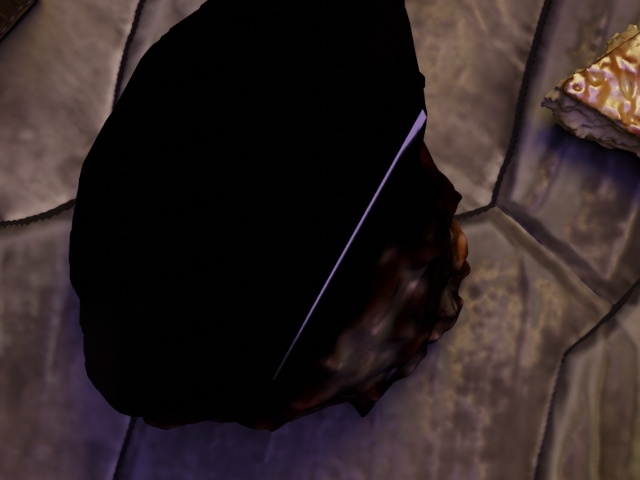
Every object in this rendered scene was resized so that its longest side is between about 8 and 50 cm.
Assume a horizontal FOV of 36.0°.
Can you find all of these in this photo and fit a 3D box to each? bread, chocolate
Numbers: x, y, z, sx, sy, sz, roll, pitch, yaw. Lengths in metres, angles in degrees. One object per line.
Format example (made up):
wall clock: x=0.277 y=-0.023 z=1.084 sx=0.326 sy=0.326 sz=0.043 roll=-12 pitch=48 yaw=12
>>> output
bread: x=0.215 y=-0.097 z=0.555 sx=0.154 sy=0.054 sz=0.136 roll=25 pitch=85 yaw=-6
chocolate: x=0.000 y=0.000 z=0.510 sx=0.177 sy=0.206 sz=0.224 roll=27 pitch=94 yaw=-44

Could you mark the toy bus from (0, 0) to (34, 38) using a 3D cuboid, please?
toy bus: x=-0.297 y=-0.188 z=0.494 sx=0.289 sy=0.139 sz=0.157 roll=38 pitch=88 yaw=-3
